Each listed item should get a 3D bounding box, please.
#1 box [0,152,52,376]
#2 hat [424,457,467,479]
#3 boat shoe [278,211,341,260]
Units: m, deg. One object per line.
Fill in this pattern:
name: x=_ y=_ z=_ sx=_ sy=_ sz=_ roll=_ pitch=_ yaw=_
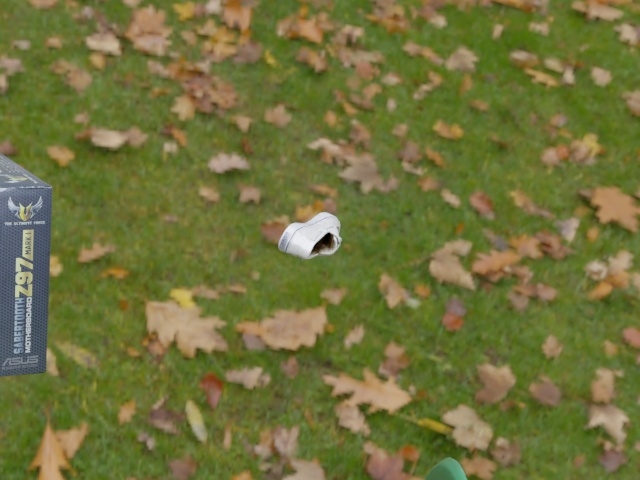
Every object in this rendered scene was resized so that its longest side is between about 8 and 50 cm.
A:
box: x=-0.328 y=0.012 z=1.157 sx=0.059 sy=0.183 sz=0.233 roll=-2 pitch=15 yaw=-30
hat: x=0.176 y=0.250 z=0.828 sx=0.184 sy=0.172 sz=0.208 roll=3 pitch=15 yaw=-8
boat shoe: x=0.000 y=0.000 z=0.999 sx=0.035 sy=0.035 sz=0.100 roll=30 pitch=15 yaw=17
